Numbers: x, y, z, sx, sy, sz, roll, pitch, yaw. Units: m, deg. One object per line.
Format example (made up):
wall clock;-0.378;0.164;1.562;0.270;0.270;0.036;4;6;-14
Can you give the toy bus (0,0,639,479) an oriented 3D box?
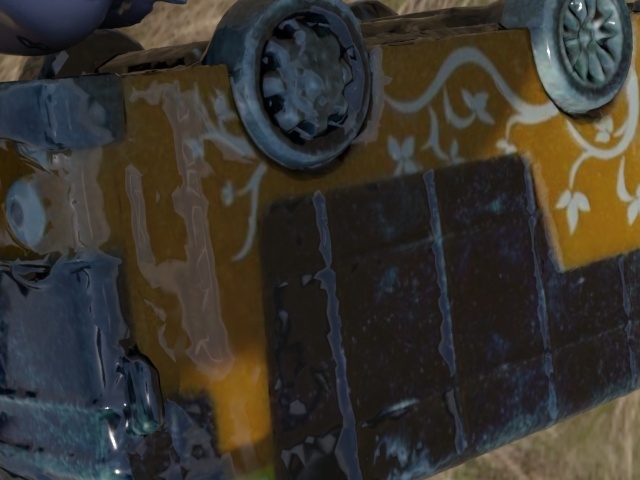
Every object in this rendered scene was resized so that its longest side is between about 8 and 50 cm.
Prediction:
toy bus;0.000;0.000;0.563;0.162;0.323;0.194;1;102;48

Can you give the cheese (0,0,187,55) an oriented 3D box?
cheese;-0.154;-0.108;0.481;0.245;0.052;0.135;13;166;29
